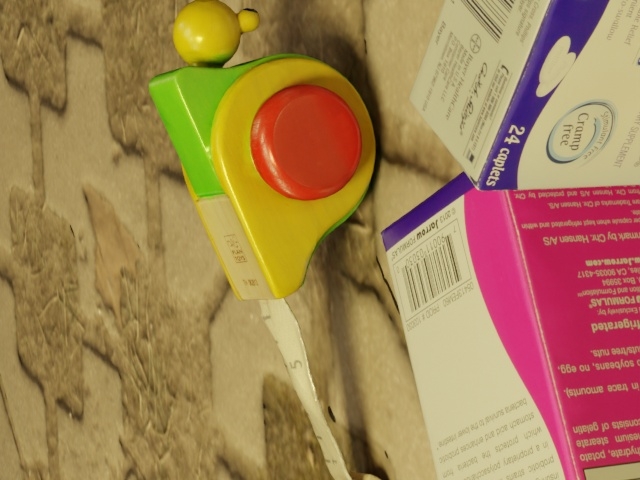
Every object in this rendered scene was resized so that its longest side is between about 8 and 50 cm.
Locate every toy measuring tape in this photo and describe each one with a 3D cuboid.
[{"bbox_3d":[0.000,0.000,1.103,0.121,0.121,0.330,-5,111,62],"label":"toy measuring tape"}]

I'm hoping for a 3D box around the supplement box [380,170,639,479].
[{"bbox_3d":[0.121,0.078,0.835,0.111,0.114,0.220,-37,59,56],"label":"supplement box"}]

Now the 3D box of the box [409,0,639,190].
[{"bbox_3d":[0.127,-0.093,0.778,0.072,0.137,0.126,57,140,41],"label":"box"}]
